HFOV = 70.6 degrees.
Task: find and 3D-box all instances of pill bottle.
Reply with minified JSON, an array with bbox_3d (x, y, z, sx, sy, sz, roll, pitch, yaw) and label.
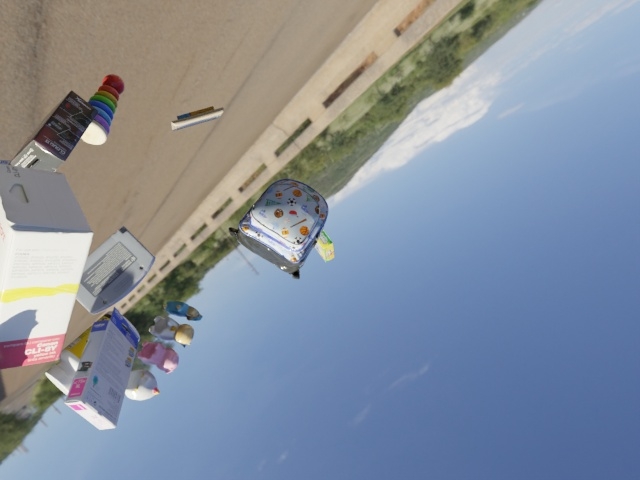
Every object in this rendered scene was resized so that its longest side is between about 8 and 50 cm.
[{"bbox_3d":[-0.932,0.465,1.859,0.187,0.188,0.334,-28,-163,51],"label":"pill bottle"}]

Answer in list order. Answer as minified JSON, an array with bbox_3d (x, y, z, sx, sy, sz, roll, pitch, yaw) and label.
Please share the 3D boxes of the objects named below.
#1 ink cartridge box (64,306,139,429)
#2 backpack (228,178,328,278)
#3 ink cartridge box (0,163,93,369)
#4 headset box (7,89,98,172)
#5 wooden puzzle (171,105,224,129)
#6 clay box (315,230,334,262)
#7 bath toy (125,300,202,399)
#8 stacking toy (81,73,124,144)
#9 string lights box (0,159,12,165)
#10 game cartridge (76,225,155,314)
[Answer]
[{"bbox_3d":[-0.645,0.380,1.365,0.065,0.186,0.311,-7,-135,7],"label":"ink cartridge box"},{"bbox_3d":[-0.107,-0.066,1.438,0.264,0.276,0.213,-58,-177,-33],"label":"backpack"},{"bbox_3d":[-0.688,0.059,1.057,0.160,0.279,0.385,2,123,-46],"label":"ink cartridge box"},{"bbox_3d":[-0.904,-0.332,1.521,0.218,0.110,0.294,-21,-136,34],"label":"headset box"},{"bbox_3d":[-0.529,-0.524,1.929,0.220,0.045,0.238,-21,-165,-15],"label":"wooden puzzle"},{"bbox_3d":[0.000,0.000,1.853,0.053,0.128,0.222,-34,162,-7],"label":"clay box"},{"bbox_3d":[-0.538,0.389,1.564,0.151,0.129,0.349,7,-123,28],"label":"bath toy"},{"bbox_3d":[-0.913,-0.565,1.896,0.141,0.141,0.331,-30,-138,45],"label":"stacking toy"},{"bbox_3d":[-1.332,-0.210,1.860,0.133,0.260,0.077,0,148,-11],"label":"string lights box"},{"bbox_3d":[-0.769,0.117,1.665,0.297,0.198,0.062,-45,-178,-13],"label":"game cartridge"}]
